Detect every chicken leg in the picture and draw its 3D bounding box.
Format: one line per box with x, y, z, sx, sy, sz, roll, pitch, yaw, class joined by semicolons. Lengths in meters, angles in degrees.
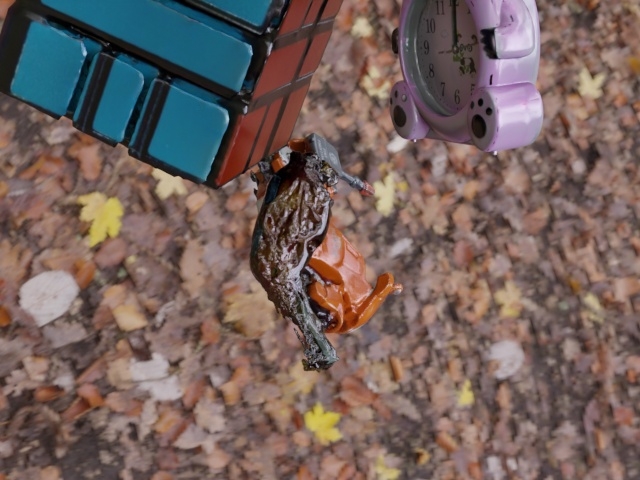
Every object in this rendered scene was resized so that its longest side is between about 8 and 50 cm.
-0.027;0.024;1.329;0.106;0.051;0.253;-3;87;9;chicken leg

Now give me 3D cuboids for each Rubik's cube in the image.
-0.148;-0.254;1.291;0.289;0.283;0.293;26;17;5;Rubik's cube

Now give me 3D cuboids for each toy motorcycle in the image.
0.000;0.000;1.623;0.221;0.148;0.325;29;38;-47;toy motorcycle

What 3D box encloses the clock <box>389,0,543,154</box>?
0.169;-0.234;1.382;0.090;0.228;0.247;-10;104;-29;clock
